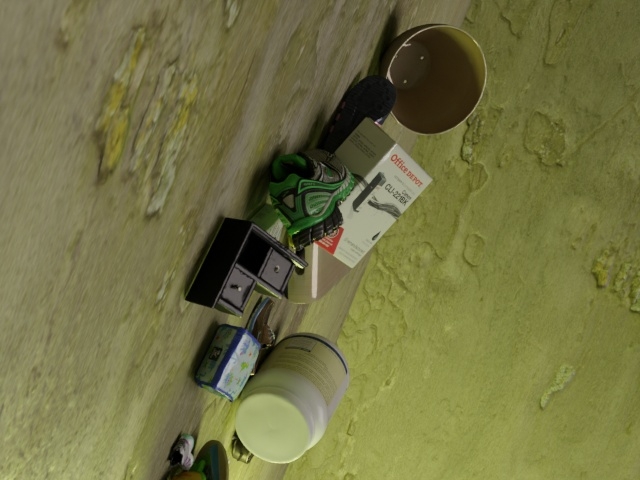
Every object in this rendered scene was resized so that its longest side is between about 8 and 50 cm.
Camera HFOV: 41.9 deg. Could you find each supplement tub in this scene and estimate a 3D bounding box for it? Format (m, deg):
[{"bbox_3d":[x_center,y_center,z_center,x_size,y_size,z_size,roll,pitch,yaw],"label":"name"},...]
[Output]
[{"bbox_3d":[-0.072,0.407,2.187,0.325,0.235,0.235,-48,158,-64],"label":"supplement tub"}]

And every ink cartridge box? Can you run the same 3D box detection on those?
[{"bbox_3d":[0.084,-0.100,1.807,0.273,0.114,0.197,-49,143,6],"label":"ink cartridge box"},{"bbox_3d":[-0.128,0.015,1.553,0.207,0.046,0.097,-51,159,-59],"label":"ink cartridge box"}]

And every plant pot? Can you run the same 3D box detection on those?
[{"bbox_3d":[0.267,-0.441,2.203,0.191,0.284,0.284,-127,-128,-60],"label":"plant pot"}]

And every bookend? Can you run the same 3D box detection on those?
[{"bbox_3d":[-0.121,0.068,1.402,0.156,0.072,0.157,40,69,-42],"label":"bookend"}]

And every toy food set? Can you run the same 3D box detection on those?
[{"bbox_3d":[0.000,0.000,2.042,0.306,0.092,0.220,-40,135,-61],"label":"toy food set"}]

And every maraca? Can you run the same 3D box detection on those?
[{"bbox_3d":[-0.279,0.526,1.725,0.127,0.099,0.186,-43,-165,9],"label":"maraca"}]

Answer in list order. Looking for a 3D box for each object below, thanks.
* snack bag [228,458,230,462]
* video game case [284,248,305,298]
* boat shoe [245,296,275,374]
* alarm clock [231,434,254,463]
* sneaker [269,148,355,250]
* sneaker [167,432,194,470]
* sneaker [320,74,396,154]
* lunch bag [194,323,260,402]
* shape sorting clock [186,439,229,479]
[{"bbox_3d":[-0.327,0.695,2.023,0.323,0.037,0.343,67,46,-77],"label":"snack bag"},{"bbox_3d":[-0.032,0.007,2.152,0.196,0.026,0.274,83,30,-71],"label":"video game case"},{"bbox_3d":[-0.139,0.220,1.900,0.066,0.066,0.183,73,40,-76],"label":"boat shoe"},{"bbox_3d":[-0.198,0.551,2.335,0.192,0.064,0.129,42,70,-78],"label":"alarm clock"},{"bbox_3d":[-0.020,-0.118,1.597,0.146,0.134,0.343,62,12,-18],"label":"sneaker"},{"bbox_3d":[-0.286,0.443,1.683,0.069,0.038,0.098,-52,153,-53],"label":"sneaker"},{"bbox_3d":[0.073,-0.257,1.956,0.319,0.112,0.131,-57,-178,-33],"label":"sneaker"},{"bbox_3d":[-0.180,0.237,1.622,0.151,0.096,0.129,115,0,-74],"label":"lunch bag"},{"bbox_3d":[-0.243,0.533,1.795,0.206,0.040,0.206,-31,-128,51],"label":"shape sorting clock"}]
